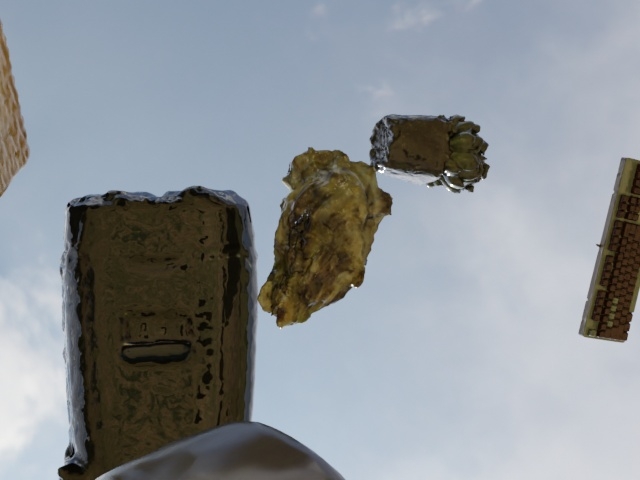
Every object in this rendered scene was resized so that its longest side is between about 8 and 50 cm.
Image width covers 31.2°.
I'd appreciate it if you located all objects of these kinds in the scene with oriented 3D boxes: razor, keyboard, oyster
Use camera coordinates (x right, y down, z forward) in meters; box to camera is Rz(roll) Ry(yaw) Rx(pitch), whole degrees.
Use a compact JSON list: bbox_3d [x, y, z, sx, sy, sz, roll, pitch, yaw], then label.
[{"bbox_3d":[-0.154,0.113,1.074,0.189,0.107,0.327,1,-97,1],"label":"razor"},{"bbox_3d":[0.274,0.010,1.033,0.055,0.017,0.166,10,-85,-24],"label":"keyboard"},{"bbox_3d":[0.003,0.001,1.017,0.108,0.053,0.166,11,-90,11],"label":"oyster"}]

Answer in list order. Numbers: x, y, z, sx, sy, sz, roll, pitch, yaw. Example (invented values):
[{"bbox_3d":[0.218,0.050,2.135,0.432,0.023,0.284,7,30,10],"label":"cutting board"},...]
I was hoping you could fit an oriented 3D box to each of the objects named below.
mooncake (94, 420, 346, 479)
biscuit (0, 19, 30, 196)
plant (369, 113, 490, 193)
[{"bbox_3d":[-0.020,0.195,0.481,0.117,0.235,0.235,-21,-78,-22],"label":"mooncake"},{"bbox_3d":[-0.331,-0.140,1.048,0.030,0.160,0.250,6,-53,13],"label":"biscuit"},{"bbox_3d":[0.130,-0.104,1.355,0.143,0.094,0.092,7,-110,-18],"label":"plant"}]
